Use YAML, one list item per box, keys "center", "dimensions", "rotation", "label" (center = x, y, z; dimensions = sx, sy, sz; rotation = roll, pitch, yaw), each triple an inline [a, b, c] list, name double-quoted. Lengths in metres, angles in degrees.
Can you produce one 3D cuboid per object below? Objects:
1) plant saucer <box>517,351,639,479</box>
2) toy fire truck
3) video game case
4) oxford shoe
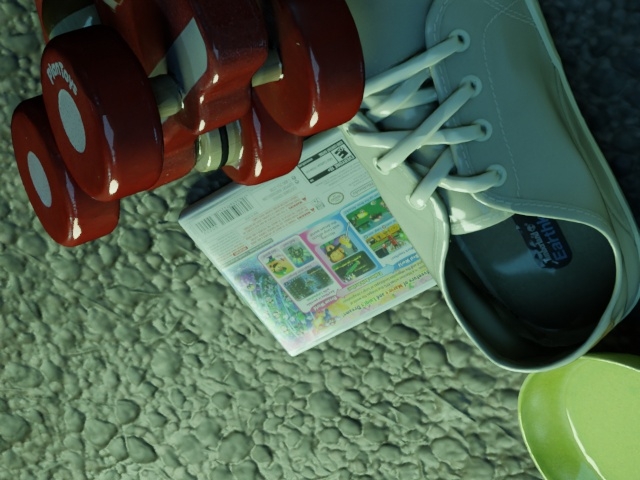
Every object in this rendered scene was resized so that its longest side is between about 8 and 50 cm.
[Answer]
- center: [0.251, 0.164, 1.353]
  dimensions: [0.241, 0.037, 0.241]
  rotation: [31, 149, 22]
  label: "plant saucer"
- center: [-0.116, -0.150, 1.163]
  dimensions: [0.254, 0.169, 0.302]
  rotation: [69, 159, 5]
  label: "toy fire truck"
- center: [0.000, 0.000, 1.361]
  dimensions: [0.157, 0.019, 0.143]
  rotation: [-28, 114, 25]
  label: "video game case"
- center: [0.076, -0.091, 1.222]
  dimensions: [0.169, 0.130, 0.449]
  rotation: [-23, 114, 28]
  label: "oxford shoe"
